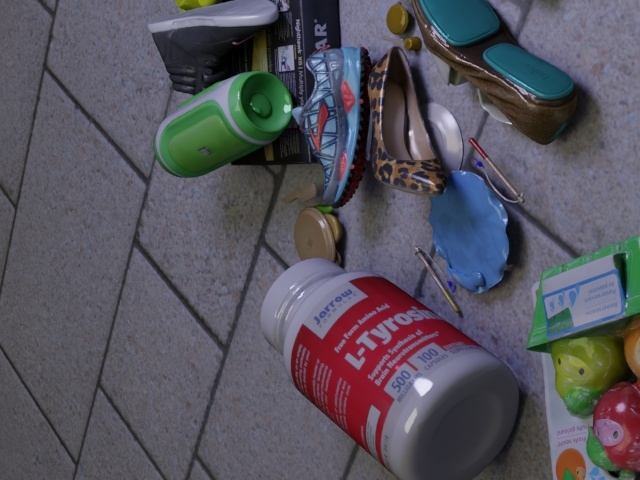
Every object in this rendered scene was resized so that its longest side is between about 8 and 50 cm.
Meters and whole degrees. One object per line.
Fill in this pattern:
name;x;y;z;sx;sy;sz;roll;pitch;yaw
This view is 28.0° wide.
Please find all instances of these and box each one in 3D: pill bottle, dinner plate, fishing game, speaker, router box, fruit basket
pill bottle;0.090;0.189;1.969;0.407;0.229;0.229;35;122;44
dinner plate;0.168;-0.143;1.995;0.141;0.017;0.141;8;101;51
fishing game;0.228;-0.015;1.917;0.189;0.041;0.264;55;142;32
speaker;-0.172;-0.195;2.202;0.296;0.131;0.131;-20;80;53
router box;-0.067;-0.285;2.224;0.243;0.081;0.309;4;98;53
fruit basket;0.384;0.179;1.601;0.327;0.165;0.353;-26;55;51

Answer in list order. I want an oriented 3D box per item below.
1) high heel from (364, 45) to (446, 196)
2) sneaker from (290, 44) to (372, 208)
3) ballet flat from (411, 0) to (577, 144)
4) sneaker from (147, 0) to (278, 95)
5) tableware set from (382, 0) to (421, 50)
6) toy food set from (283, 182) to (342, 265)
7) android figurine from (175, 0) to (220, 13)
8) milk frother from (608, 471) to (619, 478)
high heel;0.132;-0.179;1.930;0.261;0.093;0.186;-134;48;-60
sneaker;0.015;-0.185;2.085;0.125;0.104;0.262;6;93;14
ballet flat;0.235;-0.250;1.835;0.342;0.116;0.124;46;148;34
sneaker;-0.167;-0.328;2.213;0.295;0.104;0.147;0;114;42
tableware set;0.148;-0.371;1.984;0.104;0.024;0.154;27;115;44
toy food set;0.000;0.000;2.224;0.132;0.038;0.192;-17;87;59
android figurine;-0.199;-0.521;2.316;0.273;0.056;0.248;-55;30;42
milk frother;0.352;0.359;1.771;0.135;0.129;0.143;-44;21;7
